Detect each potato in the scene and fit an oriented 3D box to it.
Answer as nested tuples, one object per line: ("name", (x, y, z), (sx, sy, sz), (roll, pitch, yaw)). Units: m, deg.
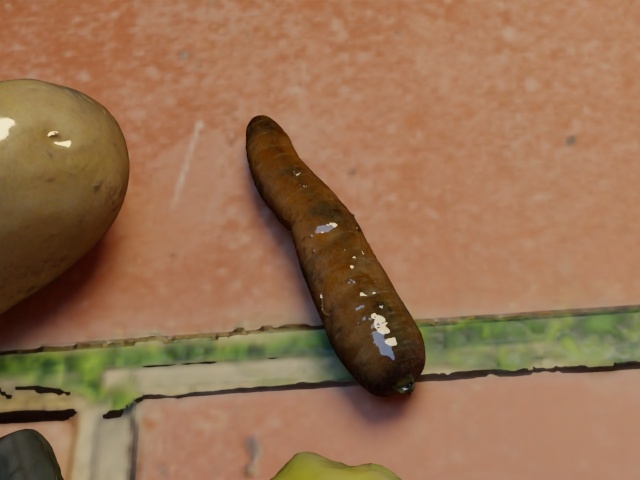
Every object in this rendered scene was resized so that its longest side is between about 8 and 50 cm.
("potato", (-0.154, -0.018, 0.504), (0.147, 0.112, 0.112), (-25, 59, -9))

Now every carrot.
("carrot", (0.001, -0.001, 0.509), (0.035, 0.036, 0.165), (-24, 56, -5))

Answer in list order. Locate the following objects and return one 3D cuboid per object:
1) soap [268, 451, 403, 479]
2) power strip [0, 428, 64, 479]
("soap", (-0.052, 0.276, 0.299), (0.427, 0.115, 0.306), (-41, 57, -14))
("power strip", (-0.185, 0.165, 0.342), (0.257, 0.092, 0.251), (-35, 19, -8))
